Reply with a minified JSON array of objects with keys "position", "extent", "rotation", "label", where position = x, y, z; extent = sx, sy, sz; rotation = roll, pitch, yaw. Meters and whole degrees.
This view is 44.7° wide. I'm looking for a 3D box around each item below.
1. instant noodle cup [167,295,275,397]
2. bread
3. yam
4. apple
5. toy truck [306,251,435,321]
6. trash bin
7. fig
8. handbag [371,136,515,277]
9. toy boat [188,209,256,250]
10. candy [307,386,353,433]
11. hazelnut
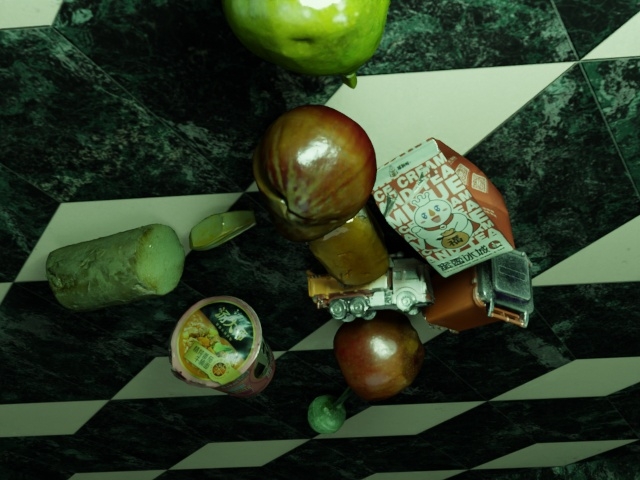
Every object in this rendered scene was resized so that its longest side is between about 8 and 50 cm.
[{"position":[-0.225,0.289,1.957],"extent":[0.244,0.243,0.255],"rotation":[-8,153,11],"label":"instant noodle cup"},{"position":[0.055,0.002,1.589],"extent":[0.136,0.107,0.241],"rotation":[-23,142,10],"label":"bread"},{"position":[-0.436,0.062,1.648],"extent":[0.268,0.161,0.161],"rotation":[-11,146,20],"label":"yam"},{"position":[0.149,0.281,1.944],"extent":[0.230,0.229,0.230],"rotation":[-1,147,0],"label":"apple"},{"position":[0.113,0.106,1.736],"extent":[0.271,0.135,0.114],"rotation":[-8,168,16],"label":"toy truck"},{"position":[0.349,0.127,1.750],"extent":[0.161,0.184,0.239],"rotation":[18,148,-26],"label":"trash bin"},{"position":[-0.025,-0.310,1.039],"extent":[0.233,0.232,0.314],"rotation":[5,168,-9],"label":"fig"},{"position":[0.226,-0.079,1.465],"extent":[0.171,0.151,0.298],"rotation":[-25,133,26],"label":"handbag"},{"position":[-0.208,-0.022,1.607],"extent":[0.172,0.065,0.066],"rotation":[-23,163,31],"label":"toy boat"},{"position":[0.088,0.450,2.318],"extent":[0.119,0.119,0.440],"rotation":[15,137,-22],"label":"candy"},{"position":[-0.015,-0.105,1.345],"extent":[0.217,0.217,0.251],"rotation":[6,142,-10],"label":"hazelnut"}]
